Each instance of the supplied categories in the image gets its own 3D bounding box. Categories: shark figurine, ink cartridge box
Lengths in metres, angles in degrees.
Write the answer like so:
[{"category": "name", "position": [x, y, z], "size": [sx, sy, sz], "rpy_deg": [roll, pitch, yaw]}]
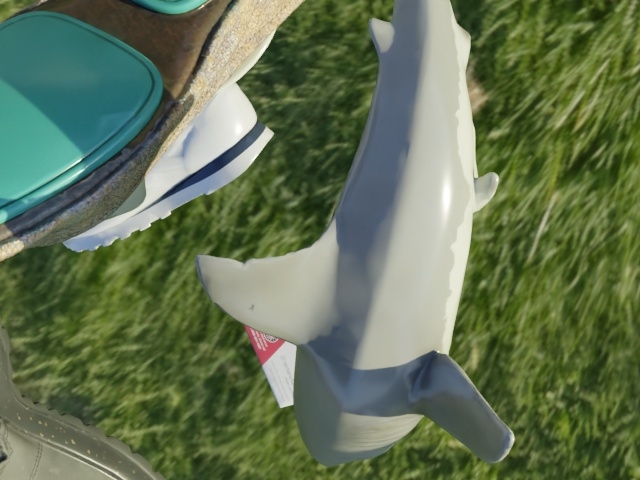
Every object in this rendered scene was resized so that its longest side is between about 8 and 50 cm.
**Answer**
[{"category": "shark figurine", "position": [0.007, -0.018, 0.540], "size": [0.116, 0.166, 0.278], "rpy_deg": [0, 105, -17]}, {"category": "ink cartridge box", "position": [0.012, 0.082, 1.229], "size": [0.135, 0.056, 0.099], "rpy_deg": [-16, 111, 16]}]

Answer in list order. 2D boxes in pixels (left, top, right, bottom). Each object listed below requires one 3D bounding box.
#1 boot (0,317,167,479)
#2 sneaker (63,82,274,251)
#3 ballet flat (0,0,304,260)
[{"category": "boot", "position": [-0.133, 0.119, 0.448], "size": [0.083, 0.161, 0.246], "rpy_deg": [-4, 139, 28]}, {"category": "sneaker", "position": [-0.153, -0.071, 1.202], "size": [0.235, 0.090, 0.095], "rpy_deg": [-29, 111, 26]}, {"category": "ballet flat", "position": [-0.088, -0.075, 0.648], "size": [0.107, 0.106, 0.316], "rpy_deg": [35, 67, 21]}]
